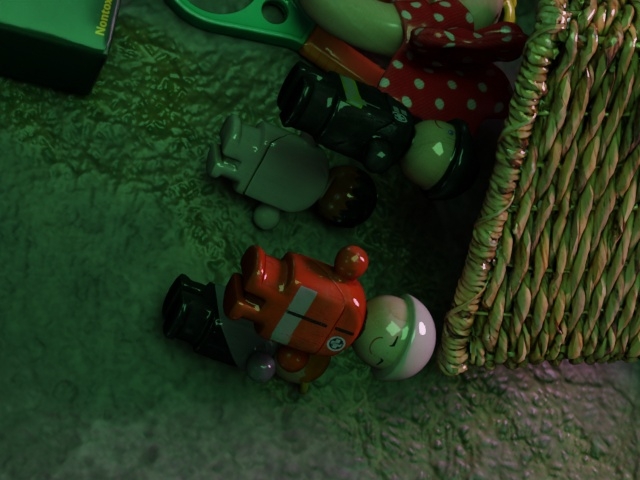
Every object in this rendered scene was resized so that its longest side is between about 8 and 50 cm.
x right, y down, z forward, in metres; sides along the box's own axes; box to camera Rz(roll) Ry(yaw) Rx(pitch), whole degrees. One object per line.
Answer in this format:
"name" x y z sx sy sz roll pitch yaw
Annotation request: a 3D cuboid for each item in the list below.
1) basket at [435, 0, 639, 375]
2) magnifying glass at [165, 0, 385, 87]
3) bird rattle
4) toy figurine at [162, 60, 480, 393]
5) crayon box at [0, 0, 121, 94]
"basket" 0.184 -0.075 1.008 0.223 0.299 0.213 -1 35 -17
"magnifying glass" -0.030 -0.177 1.108 0.231 0.026 0.092 35 69 -8
"bird rattle" 0.078 -0.182 1.081 0.207 0.143 0.253 20 51 13
"toy figurine" 0.000 0.000 0.977 0.148 0.209 0.213 21 70 -20
"crayon box" -0.279 -0.324 1.020 0.313 0.106 0.363 14 73 -14
